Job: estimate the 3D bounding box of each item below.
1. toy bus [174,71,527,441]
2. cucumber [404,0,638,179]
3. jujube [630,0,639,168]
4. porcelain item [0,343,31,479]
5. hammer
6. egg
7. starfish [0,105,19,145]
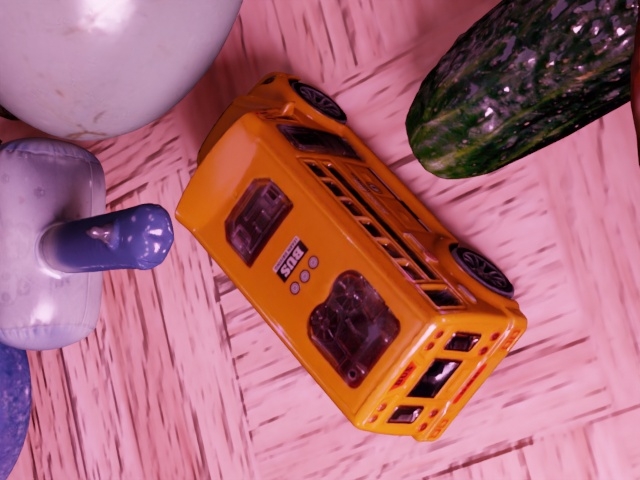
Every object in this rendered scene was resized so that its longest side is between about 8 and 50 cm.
[{"bbox_3d":[0.000,0.000,0.721,0.194,0.088,0.083,47,112,31],"label":"toy bus"},{"bbox_3d":[0.129,-0.100,0.643,0.241,0.074,0.074,-32,67,32],"label":"cucumber"},{"bbox_3d":[0.231,-0.028,0.430,0.276,0.276,0.377,-16,77,35],"label":"jujube"},{"bbox_3d":[-0.246,0.089,0.884,0.147,0.114,0.147,-3,85,36],"label":"porcelain item"},{"bbox_3d":[-0.122,-0.001,0.795,0.194,0.069,0.116,-6,81,61],"label":"hammer"},{"bbox_3d":[-0.113,-0.165,0.773,0.168,0.168,0.231,6,92,38],"label":"egg"},{"bbox_3d":[-0.217,-0.108,0.902,0.146,0.074,0.190,-13,81,11],"label":"starfish"}]
